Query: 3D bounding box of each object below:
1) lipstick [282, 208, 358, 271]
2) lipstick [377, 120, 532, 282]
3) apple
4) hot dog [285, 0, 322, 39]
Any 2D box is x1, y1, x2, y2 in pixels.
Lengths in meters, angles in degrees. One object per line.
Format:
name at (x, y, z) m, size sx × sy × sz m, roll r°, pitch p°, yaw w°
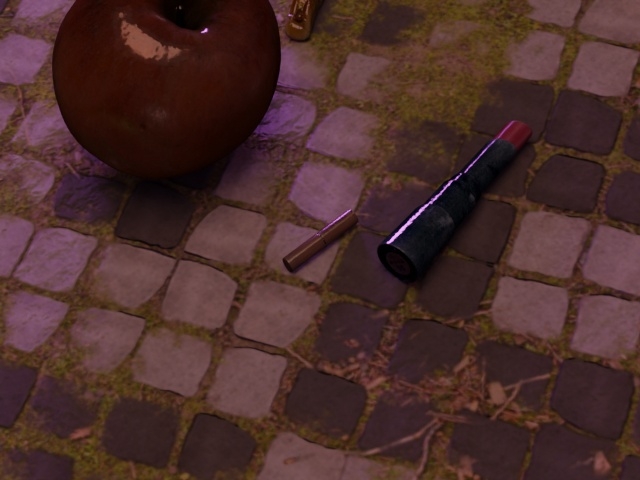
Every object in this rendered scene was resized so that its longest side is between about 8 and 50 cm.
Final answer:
lipstick at (0.000, 0.000, 1.635) m, size 0.094 × 0.019 × 0.019 m, roll -37°, pitch 61°, yaw -20°
lipstick at (0.153, -0.051, 1.640) m, size 0.053 × 0.053 × 0.234 m, roll 33°, pitch 62°, yaw 24°
apple at (-0.165, -0.185, 1.665) m, size 0.253 × 0.253 × 0.254 m, roll -2°, pitch 55°, yaw 3°
hot dog at (-0.018, -0.279, 1.818) m, size 0.030 × 0.034 × 0.090 m, roll 12°, pitch 57°, yaw 12°
